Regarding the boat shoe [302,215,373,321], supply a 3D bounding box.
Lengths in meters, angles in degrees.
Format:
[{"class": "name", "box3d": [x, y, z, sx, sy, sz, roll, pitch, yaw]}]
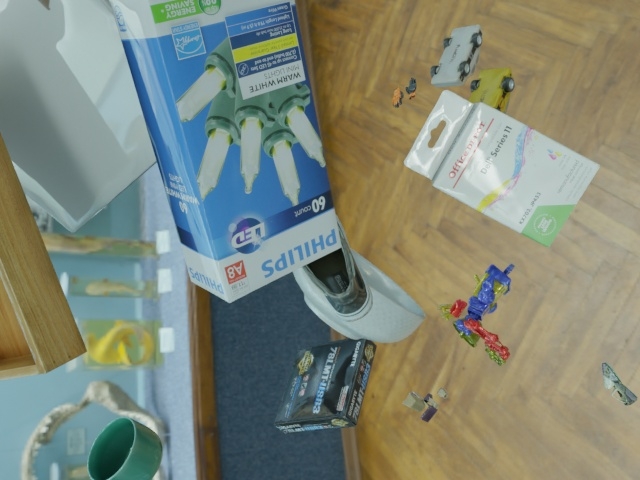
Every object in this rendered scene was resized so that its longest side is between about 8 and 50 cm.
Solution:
[{"class": "boat shoe", "box3d": [0.000, 0.000, 1.292, 0.121, 0.119, 0.335, -32, 55, -5]}]

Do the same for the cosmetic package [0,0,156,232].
[{"class": "cosmetic package", "box3d": [-0.403, -0.298, 1.173, 0.327, 0.329, 0.393, -37, 26, 14]}]

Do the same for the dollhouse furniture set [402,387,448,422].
[{"class": "dollhouse furniture set", "box3d": [0.236, 0.369, 1.635, 0.091, 0.114, 0.081, -53, 43, 2]}]

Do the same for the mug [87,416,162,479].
[{"class": "mug", "box3d": [-0.380, 0.436, 1.315, 0.130, 0.097, 0.157, 11, 65, 46]}]

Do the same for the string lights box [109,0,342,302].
[{"class": "string lights box", "box3d": [-0.074, -0.093, 0.590, 0.077, 0.133, 0.259, 18, 127, 50]}]

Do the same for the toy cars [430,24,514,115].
[{"class": "toy cars", "box3d": [0.383, -0.387, 1.672, 0.177, 0.087, 0.393, -32, 44, 17]}]

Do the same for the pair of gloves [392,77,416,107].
[{"class": "pair of gloves", "box3d": [0.225, -0.397, 1.805, 0.083, 0.010, 0.074, -28, 44, 39]}]

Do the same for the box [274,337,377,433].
[{"class": "box", "box3d": [0.016, 0.457, 2.132, 0.293, 0.073, 0.295, -18, 38, 39]}]

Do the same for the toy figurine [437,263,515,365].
[{"class": "toy figurine", "box3d": [0.452, 0.167, 1.730, 0.191, 0.362, 0.217, 33, 83, 24]}]

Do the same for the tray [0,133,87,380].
[{"class": "tray", "box3d": [-0.464, -0.019, 0.884, 0.203, 0.076, 0.410, -14, 98, 35]}]

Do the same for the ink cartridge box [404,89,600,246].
[{"class": "ink cartridge box", "box3d": [0.377, -0.161, 1.448, 0.207, 0.354, 0.119, -62, -1, 13]}]

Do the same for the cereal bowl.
[{"class": "cereal bowl", "box3d": [0.066, 0.122, 1.541, 0.141, 0.339, 0.339, -52, 43, 9]}]

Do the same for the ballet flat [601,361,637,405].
[{"class": "ballet flat", "box3d": [0.641, 0.317, 1.462, 0.114, 0.041, 0.041, 47, 138, -7]}]
